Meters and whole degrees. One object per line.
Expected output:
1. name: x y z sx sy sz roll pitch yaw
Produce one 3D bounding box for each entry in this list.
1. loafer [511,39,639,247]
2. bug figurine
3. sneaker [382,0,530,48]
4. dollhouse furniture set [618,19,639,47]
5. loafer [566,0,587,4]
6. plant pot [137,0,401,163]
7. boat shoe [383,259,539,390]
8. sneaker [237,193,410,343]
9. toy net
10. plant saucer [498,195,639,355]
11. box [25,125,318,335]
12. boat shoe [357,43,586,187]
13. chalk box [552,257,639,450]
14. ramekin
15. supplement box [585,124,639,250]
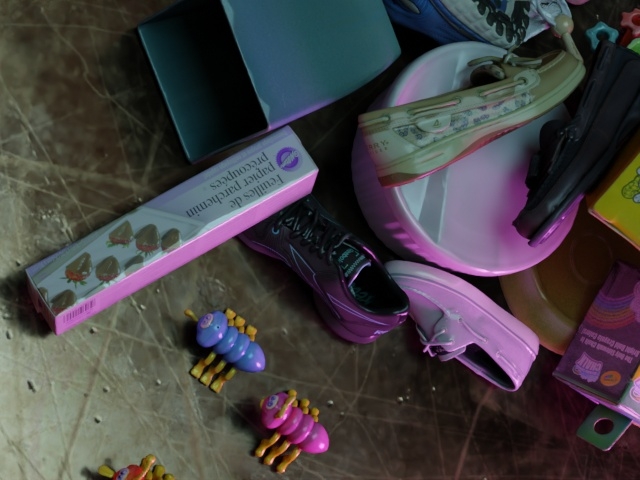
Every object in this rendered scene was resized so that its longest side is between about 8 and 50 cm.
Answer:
1. loafer: 0.287 -0.114 1.913 0.095 0.109 0.302 39 57 3
2. bug figurine: -0.101 0.215 1.793 0.216 0.072 0.279 35 66 -19
3. sneaker: 0.088 -0.316 1.933 0.330 0.147 0.129 42 49 -27
4. dollhouse furniture set: 0.493 -0.188 2.181 0.259 0.135 0.262 36 66 -7
5. loafer: 0.405 -0.392 2.164 0.268 0.092 0.102 -42 102 -28
6. plant pot: -0.040 -0.209 1.853 0.234 0.165 0.165 -22 92 -36
7. boat shoe: 0.158 0.102 1.950 0.227 0.079 0.081 32 63 -24
8. sneaker: 0.000 0.000 1.867 0.267 0.106 0.101 45 66 -13
9. toy net: 0.334 -0.263 2.069 0.232 0.045 0.122 29 67 10
10. plant saucer: 0.325 0.024 2.081 0.241 0.037 0.241 5 79 -29
11. box: -0.154 -0.011 1.765 0.324 0.067 0.063 -30 77 -17
12. boat shoe: 0.170 -0.153 1.840 0.285 0.104 0.089 -30 98 -28
13. chalk box: 0.381 0.153 2.010 0.132 0.132 0.213 30 88 -31
14. ramekin: 0.158 -0.086 1.956 0.273 0.127 0.272 5 79 -29
15. supplement box: 0.430 -0.059 1.881 0.194 0.356 0.195 40 100 2
